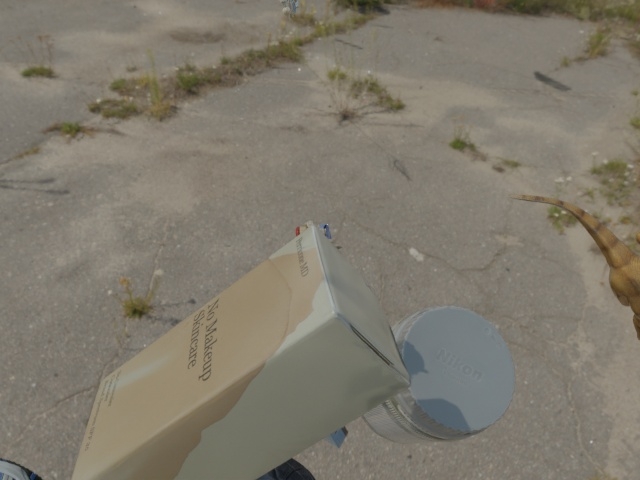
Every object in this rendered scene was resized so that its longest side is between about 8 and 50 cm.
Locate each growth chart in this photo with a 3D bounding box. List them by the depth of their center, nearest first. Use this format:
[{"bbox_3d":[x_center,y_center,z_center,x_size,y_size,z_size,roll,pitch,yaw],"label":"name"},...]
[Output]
[{"bbox_3d":[-0.076,-0.546,0.975,0.021,0.172,0.237,-12,31,13],"label":"growth chart"}]

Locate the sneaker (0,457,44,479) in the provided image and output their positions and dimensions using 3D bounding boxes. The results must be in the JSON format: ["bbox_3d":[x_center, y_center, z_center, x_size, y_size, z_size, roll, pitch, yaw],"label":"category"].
[{"bbox_3d":[-0.329,0.307,0.509,0.080,0.211,0.081,-27,25,19],"label":"sneaker"}]

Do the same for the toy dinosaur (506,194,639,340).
[{"bbox_3d":[0.255,0.025,0.394,0.112,0.064,0.212,-25,82,-45],"label":"toy dinosaur"}]

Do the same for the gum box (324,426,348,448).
[{"bbox_3d":[-0.047,0.320,0.939,0.184,0.157,0.041,19,58,30],"label":"gum box"}]

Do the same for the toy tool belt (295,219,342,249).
[{"bbox_3d":[0.000,0.000,0.566,0.051,0.083,0.052,-4,75,2],"label":"toy tool belt"}]

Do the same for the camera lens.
[{"bbox_3d":[0.189,0.251,0.879,0.219,0.274,0.220,5,66,-12],"label":"camera lens"}]

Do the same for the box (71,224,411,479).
[{"bbox_3d":[-0.083,0.142,0.484,0.311,0.121,0.148,-37,31,12],"label":"box"}]

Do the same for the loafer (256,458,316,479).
[{"bbox_3d":[-0.151,0.359,0.776,0.302,0.095,0.109,33,8,-1],"label":"loafer"}]
